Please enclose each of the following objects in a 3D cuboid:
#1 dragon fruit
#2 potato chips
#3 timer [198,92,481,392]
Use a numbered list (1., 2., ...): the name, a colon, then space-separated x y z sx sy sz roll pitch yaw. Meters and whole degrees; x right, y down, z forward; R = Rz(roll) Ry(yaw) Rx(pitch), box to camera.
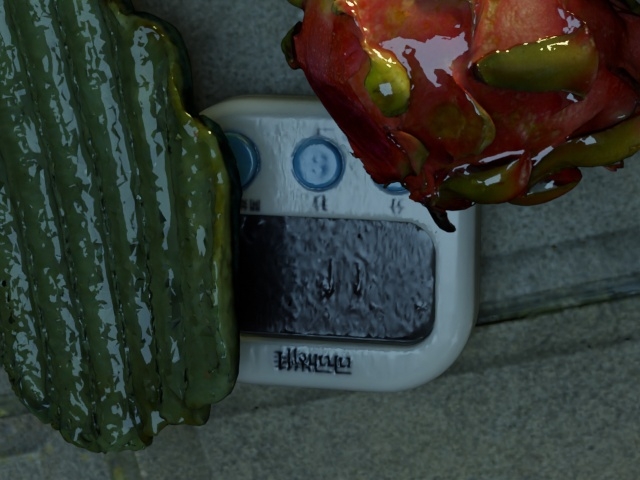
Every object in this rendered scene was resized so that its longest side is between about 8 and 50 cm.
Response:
1. dragon fruit: 0.126 -0.129 1.363 0.243 0.227 0.307 -40 130 11
2. potato chips: -0.201 -0.030 1.511 0.358 0.070 0.429 -6 98 41
3. timer: 0.000 0.000 1.511 0.262 0.087 0.237 3 104 12
